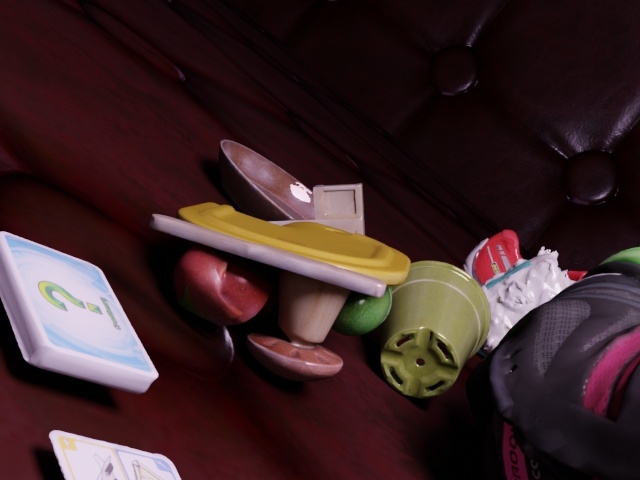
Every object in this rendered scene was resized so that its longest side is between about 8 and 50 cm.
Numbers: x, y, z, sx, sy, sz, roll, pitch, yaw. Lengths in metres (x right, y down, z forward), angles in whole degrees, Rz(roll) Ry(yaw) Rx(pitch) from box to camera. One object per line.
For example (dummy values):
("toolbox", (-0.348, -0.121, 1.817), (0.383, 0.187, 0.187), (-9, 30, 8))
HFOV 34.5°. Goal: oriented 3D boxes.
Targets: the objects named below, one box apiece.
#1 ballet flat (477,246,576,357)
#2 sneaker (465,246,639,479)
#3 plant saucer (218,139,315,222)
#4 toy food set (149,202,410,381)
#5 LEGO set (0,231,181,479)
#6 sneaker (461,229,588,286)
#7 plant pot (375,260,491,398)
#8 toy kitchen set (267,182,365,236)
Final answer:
("ballet flat", (0.321, 0.151, 1.021), (0.409, 0.147, 0.147), (36, 10, -19))
("sneaker", (0.194, 0.111, 0.515), (0.185, 0.202, 0.483), (63, -4, 0))
("plant saucer", (-0.022, -0.021, 0.850), (0.168, 0.029, 0.168), (38, 9, -8))
("toy food set", (-0.022, 0.029, 0.560), (0.128, 0.071, 0.218), (16, 6, 6))
("LEGO set", (-0.094, 0.036, 0.280), (0.182, 0.060, 0.244), (25, 17, -40))
("sneaker", (0.288, 0.094, 1.182), (0.279, 0.118, 0.107), (40, 11, 5))
("plant pot", (0.071, 0.066, 0.691), (0.083, 0.083, 0.079), (38, 22, -3))
("toy kitchen set", (0.000, 0.000, 0.746), (0.068, 0.083, 0.075), (-2, 8, 6))
